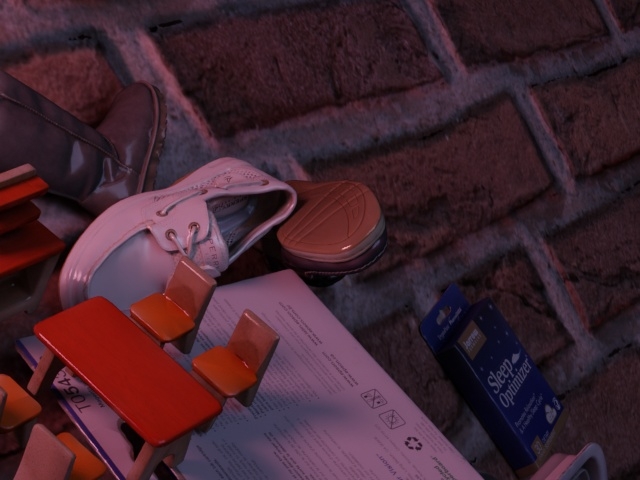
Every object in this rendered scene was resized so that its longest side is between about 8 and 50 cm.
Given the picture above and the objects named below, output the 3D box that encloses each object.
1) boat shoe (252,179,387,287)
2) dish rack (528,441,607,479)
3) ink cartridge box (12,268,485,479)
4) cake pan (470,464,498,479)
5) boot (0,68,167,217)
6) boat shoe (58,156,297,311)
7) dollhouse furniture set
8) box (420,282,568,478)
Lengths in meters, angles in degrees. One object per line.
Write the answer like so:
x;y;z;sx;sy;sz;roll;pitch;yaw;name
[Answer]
0.000;0.000;1.701;0.103;0.285;0.092;-40;111;-18;boat shoe
0.202;0.374;1.653;0.333;0.072;0.285;-31;119;-55;dish rack
-0.061;0.178;1.489;0.330;0.071;0.324;-14;50;-40;ink cartridge box
0.116;0.346;1.630;0.293;0.054;0.293;-18;111;-59;cake pan
-0.248;-0.114;1.607;0.208;0.076;0.189;27;46;-32;boot
-0.128;-0.001;1.592;0.277;0.096;0.098;-38;128;-40;boat shoe
-0.194;0.072;1.371;0.259;0.135;0.262;39;38;19;dollhouse furniture set
0.213;0.163;2.044;0.225;0.036;0.136;54;33;-8;box
